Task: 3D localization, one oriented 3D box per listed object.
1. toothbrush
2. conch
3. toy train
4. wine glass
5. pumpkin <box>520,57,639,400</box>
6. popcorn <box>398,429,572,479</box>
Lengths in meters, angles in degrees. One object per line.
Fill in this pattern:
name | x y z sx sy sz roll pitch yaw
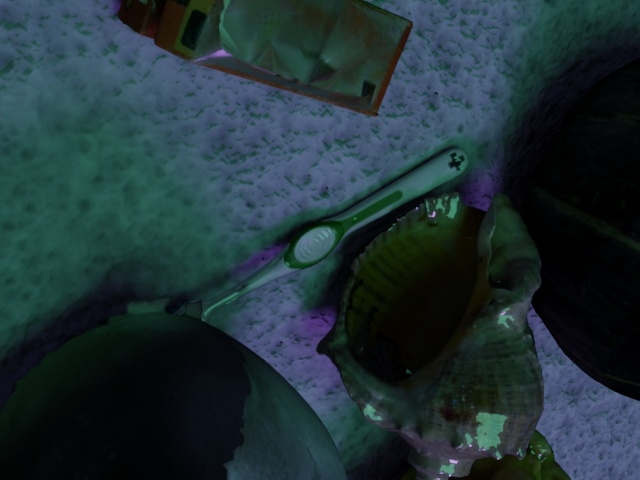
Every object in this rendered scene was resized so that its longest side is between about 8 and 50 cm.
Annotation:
toothbrush | 0.001 0.000 0.677 0.303 0.030 0.030 -29 127 -21
conch | 0.098 0.072 0.707 0.178 0.163 0.245 20 83 -25
toy train | -0.025 -0.135 0.541 0.188 0.099 0.072 10 107 -38
wine glass | -0.077 0.207 0.604 0.238 0.238 0.323 -35 138 -16
pumpkin | 0.326 -0.011 0.763 0.323 0.241 0.323 -21 124 -34
popcorn | 0.145 0.254 0.801 0.225 0.200 0.203 -5 124 -29
